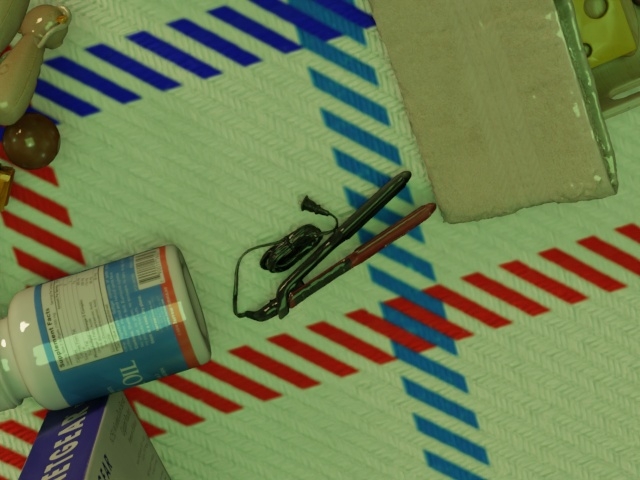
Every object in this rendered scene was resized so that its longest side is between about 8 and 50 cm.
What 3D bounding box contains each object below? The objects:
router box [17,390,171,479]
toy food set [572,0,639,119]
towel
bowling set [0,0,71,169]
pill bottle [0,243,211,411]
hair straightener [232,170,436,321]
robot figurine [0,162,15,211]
[{"bbox_3d":[-0.168,0.317,1.273,0.082,0.335,0.301,-26,102,1],"label":"router box"},{"bbox_3d":[0.267,-0.277,1.325,0.219,0.092,0.306,-23,101,-1],"label":"toy food set"},{"bbox_3d":[0.161,-0.158,1.322,0.187,0.049,0.282,-11,106,31],"label":"towel"},{"bbox_3d":[-0.311,-0.173,1.272,0.200,0.287,0.154,48,49,-43],"label":"bowling set"},{"bbox_3d":[-0.226,0.092,1.336,0.221,0.124,0.124,-17,101,0],"label":"pill bottle"},{"bbox_3d":[0.000,0.000,1.387,0.230,0.047,0.089,-36,81,8],"label":"hair straightener"},{"bbox_3d":[-0.450,-0.030,1.314,0.291,0.085,0.211,14,99,-8],"label":"robot figurine"}]
